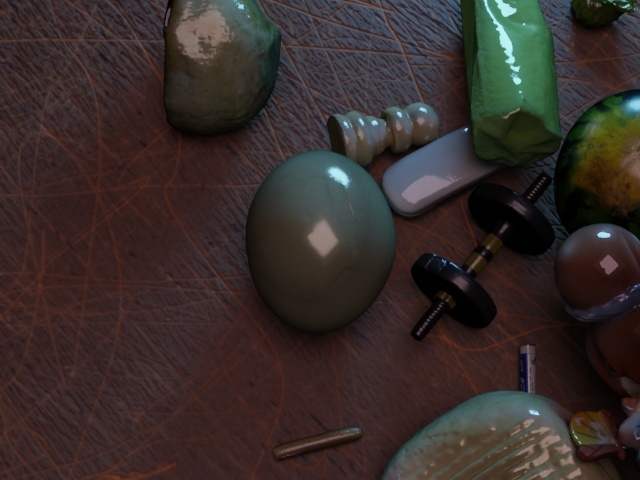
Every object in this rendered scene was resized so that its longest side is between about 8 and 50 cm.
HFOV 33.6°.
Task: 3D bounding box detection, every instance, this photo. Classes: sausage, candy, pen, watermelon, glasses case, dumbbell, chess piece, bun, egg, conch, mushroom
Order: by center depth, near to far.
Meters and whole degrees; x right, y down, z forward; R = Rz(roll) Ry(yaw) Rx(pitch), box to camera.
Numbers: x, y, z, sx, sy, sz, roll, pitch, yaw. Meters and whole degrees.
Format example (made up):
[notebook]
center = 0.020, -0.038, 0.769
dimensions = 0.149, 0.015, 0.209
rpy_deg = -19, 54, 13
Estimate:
[bun]
center = 0.255, 0.383, 1.421
dimensions = 0.361, 0.213, 0.361
rpy_deg = -7, 70, 19
[egg]
center = 0.000, 0.000, 1.533
dimensions = 0.219, 0.219, 0.269
rpy_deg = -5, 78, -3
[sausage]
center = -0.003, 0.294, 1.543
dimensions = 0.132, 0.024, 0.024
rpy_deg = -14, 74, -5
[watermelon]
center = 0.474, -0.092, 1.559
dimensions = 0.269, 0.269, 0.269
rpy_deg = 0, 73, -2
[pen]
center = 0.306, 0.253, 1.564
dimensions = 0.025, 0.025, 0.204
rpy_deg = 3, 73, -1
[dumbbell]
center = 0.240, 0.021, 1.571
dimensions = 0.143, 0.143, 0.325
rpy_deg = 38, 76, 9
[mushroom]
center = -0.147, -0.301, 1.634
dimensions = 0.164, 0.189, 0.267
rpy_deg = 11, 74, 5
[candy]
center = 0.292, -0.274, 1.640
dimensions = 0.142, 0.132, 0.343
rpy_deg = -10, 56, 15
[glasses case]
center = 0.204, -0.116, 1.655
dimensions = 0.233, 0.059, 0.092
rpy_deg = -29, 72, -12
[chess piece]
center = 0.104, -0.172, 1.659
dimensions = 0.170, 0.094, 0.094
rpy_deg = -17, 74, -11
[conch]
center = 0.466, -0.394, 1.741
dimensions = 0.121, 0.074, 0.089
rpy_deg = 11, 67, 43

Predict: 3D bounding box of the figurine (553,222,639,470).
[figurine]
center = 0.455, 0.171, 1.370
dimensions = 0.277, 0.248, 0.388
rpy_deg = 2, 43, -7
